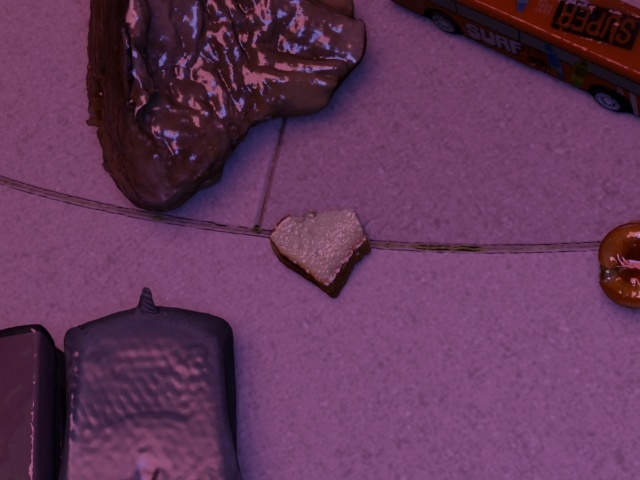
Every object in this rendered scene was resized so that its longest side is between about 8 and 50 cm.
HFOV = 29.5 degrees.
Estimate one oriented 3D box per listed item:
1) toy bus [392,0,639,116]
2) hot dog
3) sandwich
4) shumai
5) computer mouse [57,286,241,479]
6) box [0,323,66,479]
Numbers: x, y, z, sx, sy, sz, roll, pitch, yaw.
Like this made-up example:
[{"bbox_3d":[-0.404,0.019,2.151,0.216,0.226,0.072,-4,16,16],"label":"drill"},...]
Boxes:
[{"bbox_3d":[0.255,-0.233,1.323,0.409,0.092,0.093,29,76,20],"label":"toy bus"},{"bbox_3d":[0.402,0.015,1.206,0.250,0.068,0.100,-8,81,13],"label":"hot dog"},{"bbox_3d":[0.000,0.000,1.326,0.105,0.035,0.093,31,80,23],"label":"sandwich"},{"bbox_3d":[-0.115,-0.209,1.395,0.283,0.217,0.345,-4,80,-22],"label":"shumai"},{"bbox_3d":[-0.170,0.230,1.230,0.188,0.122,0.370,-3,68,-3],"label":"computer mouse"},{"bbox_3d":[-0.347,0.239,1.255,0.188,0.153,0.252,-10,67,8],"label":"box"}]
